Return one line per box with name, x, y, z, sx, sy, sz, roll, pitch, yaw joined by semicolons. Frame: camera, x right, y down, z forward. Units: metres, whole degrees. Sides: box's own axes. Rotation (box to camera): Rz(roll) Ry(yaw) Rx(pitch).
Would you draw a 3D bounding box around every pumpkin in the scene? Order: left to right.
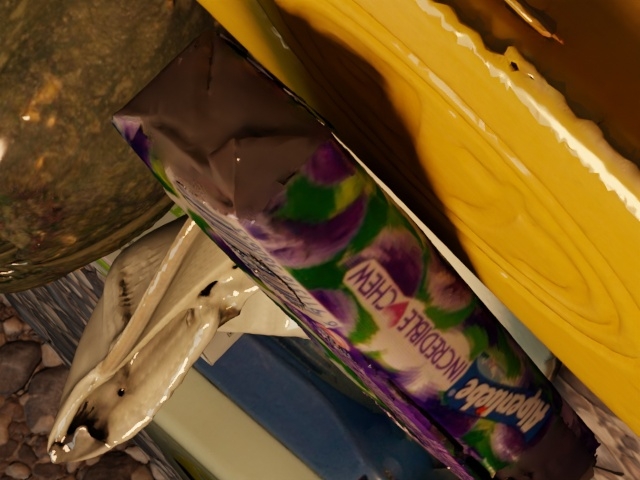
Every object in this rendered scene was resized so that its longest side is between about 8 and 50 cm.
pumpkin;-0.177;-0.114;0.950;0.291;0.257;0.328;34;173;-1

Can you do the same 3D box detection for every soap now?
soap;0.077;-0.060;0.673;0.324;0.096;0.204;45;166;9

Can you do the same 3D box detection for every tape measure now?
tape measure;-0.017;0.179;1.507;0.259;0.138;0.262;39;164;32

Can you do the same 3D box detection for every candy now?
candy;0.027;0.027;0.770;0.088;0.061;0.312;38;174;37

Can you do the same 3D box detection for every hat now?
hat;-0.001;0.008;0.983;0.301;0.257;0.168;111;160;-50

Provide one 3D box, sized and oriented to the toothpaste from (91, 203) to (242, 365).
toothpaste;-0.170;-0.029;1.496;0.336;0.081;0.067;36;166;37
